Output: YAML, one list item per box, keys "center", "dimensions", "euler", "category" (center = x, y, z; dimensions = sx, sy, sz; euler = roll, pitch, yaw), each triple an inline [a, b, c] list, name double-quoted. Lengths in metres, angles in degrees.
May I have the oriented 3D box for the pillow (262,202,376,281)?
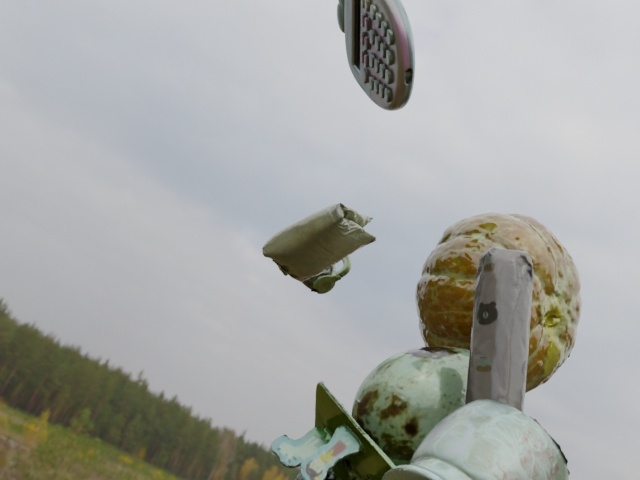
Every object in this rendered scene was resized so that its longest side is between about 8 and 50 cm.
- center: [0.000, 0.000, 1.286]
  dimensions: [0.181, 0.078, 0.134]
  euler: [-28, -30, 19]
  category: "pillow"

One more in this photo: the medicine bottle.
- center: [0.155, 0.255, 0.727]
  dimensions: [0.147, 0.143, 0.147]
  euler: [32, -42, 35]
  category: "medicine bottle"

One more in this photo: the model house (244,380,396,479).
- center: [-0.025, 0.396, 0.867]
  dimensions: [0.357, 0.312, 0.243]
  euler: [45, -35, 35]
  category: "model house"

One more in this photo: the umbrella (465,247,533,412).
- center: [0.219, 0.170, 0.894]
  dimensions: [0.073, 0.337, 0.067]
  euler: [5, -21, 14]
  category: "umbrella"

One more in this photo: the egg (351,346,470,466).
- center: [0.153, 0.233, 1.011]
  dimensions: [0.169, 0.231, 0.169]
  euler: [158, -90, -77]
  category: "egg"

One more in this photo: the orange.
- center: [0.308, 0.110, 1.270]
  dimensions: [0.329, 0.329, 0.249]
  euler: [39, -25, -33]
  category: "orange"

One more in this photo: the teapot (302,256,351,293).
- center: [0.006, 0.069, 1.677]
  dimensions: [0.092, 0.124, 0.091]
  euler: [18, 28, -38]
  category: "teapot"

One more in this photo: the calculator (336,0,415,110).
- center: [0.080, -0.309, 1.088]
  dimensions: [0.299, 0.041, 0.186]
  euler: [-114, -162, -51]
  category: "calculator"
